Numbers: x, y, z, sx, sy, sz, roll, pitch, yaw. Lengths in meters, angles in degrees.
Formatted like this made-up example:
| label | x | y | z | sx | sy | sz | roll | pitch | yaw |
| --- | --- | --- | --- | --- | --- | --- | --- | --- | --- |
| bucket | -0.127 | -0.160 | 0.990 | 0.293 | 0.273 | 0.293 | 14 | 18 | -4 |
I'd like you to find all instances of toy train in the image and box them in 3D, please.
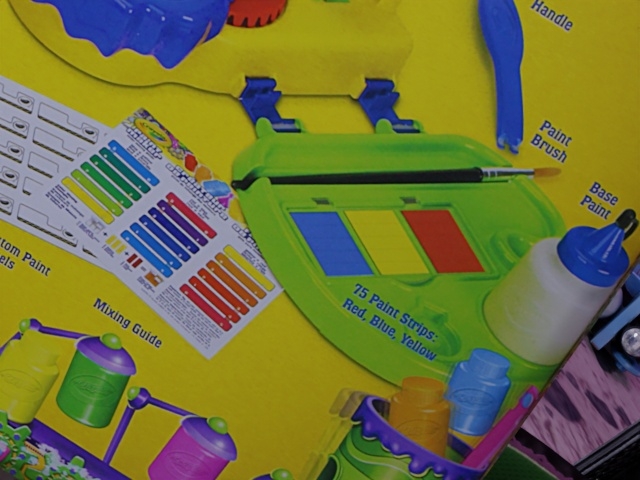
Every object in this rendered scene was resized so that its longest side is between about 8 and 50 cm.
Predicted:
| label | x | y | z | sx | sy | sz | roll | pitch | yaw |
| --- | --- | --- | --- | --- | --- | --- | --- | --- | --- |
| toy train | 0.281 | 0.058 | 1.461 | 0.105 | 0.080 | 0.184 | 45 | 20 | 7 |

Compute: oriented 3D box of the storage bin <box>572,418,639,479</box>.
| label | x | y | z | sx | sy | sz | roll | pitch | yaw |
| --- | --- | --- | --- | --- | --- | --- | --- | --- | --- |
| storage bin | 0.228 | 0.205 | 0.984 | 0.084 | 0.122 | 0.180 | 20 | 37 | -58 |

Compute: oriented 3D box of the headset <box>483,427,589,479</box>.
| label | x | y | z | sx | sy | sz | roll | pitch | yaw |
| --- | --- | --- | --- | --- | --- | --- | --- | --- | --- |
| headset | 0.085 | 0.225 | 0.617 | 0.243 | 0.185 | 0.394 | 0 | 43 | -48 |

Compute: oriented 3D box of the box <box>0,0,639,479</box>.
| label | x | y | z | sx | sy | sz | roll | pitch | yaw |
| --- | --- | --- | --- | --- | --- | --- | --- | --- | --- |
| box | -0.032 | -0.077 | 0.514 | 0.290 | 0.279 | 0.177 | 33 | 20 | 0 |
